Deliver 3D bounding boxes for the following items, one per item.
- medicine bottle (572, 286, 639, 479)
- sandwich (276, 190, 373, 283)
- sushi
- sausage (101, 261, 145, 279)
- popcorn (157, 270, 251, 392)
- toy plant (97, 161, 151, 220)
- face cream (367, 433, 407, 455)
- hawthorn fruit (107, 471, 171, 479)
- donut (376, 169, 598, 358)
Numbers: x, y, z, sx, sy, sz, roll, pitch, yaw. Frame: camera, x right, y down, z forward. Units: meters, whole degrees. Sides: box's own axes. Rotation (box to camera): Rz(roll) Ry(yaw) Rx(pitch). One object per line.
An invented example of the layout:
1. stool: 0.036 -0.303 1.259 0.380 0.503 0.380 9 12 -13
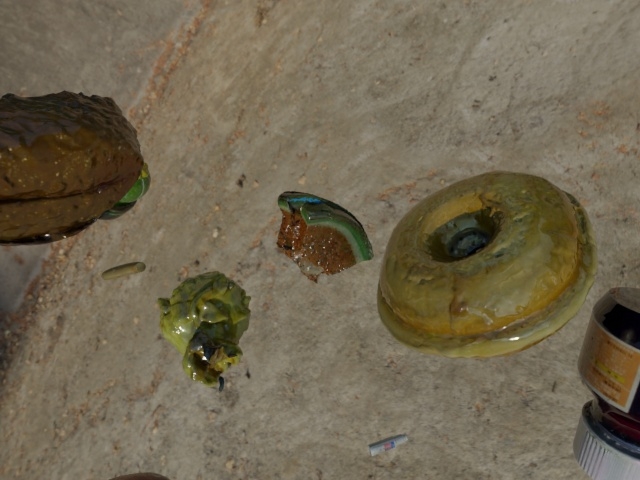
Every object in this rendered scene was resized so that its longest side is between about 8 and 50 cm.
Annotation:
1. medicine bottle: 0.620 0.302 0.782 0.242 0.242 0.396 25 117 42
2. sandwich: 0.004 -0.008 0.794 0.159 0.235 0.079 -44 35 -7
3. sushi: -0.299 -0.065 0.388 0.140 0.287 0.149 40 133 19
4. sausage: -0.381 0.059 0.774 0.132 0.024 0.024 -12 64 34
5. popcorn: -0.204 0.163 0.763 0.195 0.168 0.174 54 133 25
6. toy plant: -0.383 -0.103 0.768 0.162 0.092 0.093 -28 55 33
7. face cream: 0.214 0.637 1.266 0.130 0.034 0.034 -14 53 -13
8. hawthorn fruit: -0.343 0.548 0.757 0.266 0.210 0.230 -38 12 11
9. donut: 0.303 0.040 0.804 0.448 0.198 0.449 -27 31 17
